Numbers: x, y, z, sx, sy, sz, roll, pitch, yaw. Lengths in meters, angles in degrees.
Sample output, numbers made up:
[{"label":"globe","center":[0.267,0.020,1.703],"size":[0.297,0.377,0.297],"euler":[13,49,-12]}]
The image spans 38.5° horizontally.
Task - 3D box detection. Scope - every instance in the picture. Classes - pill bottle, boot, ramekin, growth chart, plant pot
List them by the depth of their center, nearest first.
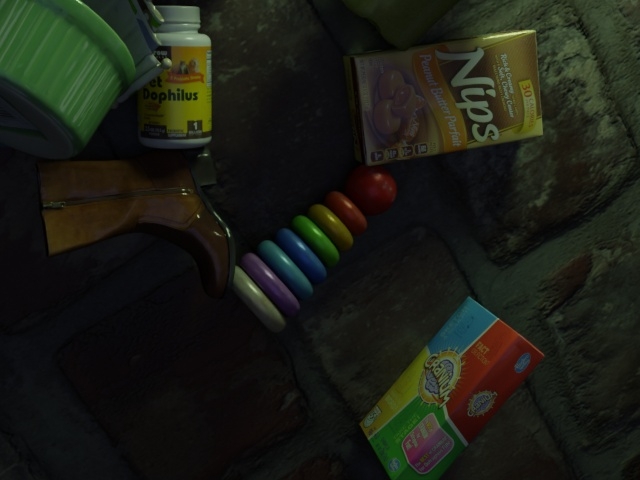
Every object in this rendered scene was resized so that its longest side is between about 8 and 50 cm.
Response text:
[{"label":"ramekin","center":[-0.427,-0.242,1.275],"size":[0.303,0.303,0.148],"euler":[29,70,-17]},{"label":"growth chart","center":[-0.302,-0.336,1.373],"size":[0.172,0.021,0.237],"euler":[-19,91,36]},{"label":"plant pot","center":[0.143,-0.444,1.414],"size":[0.276,0.276,0.254],"euler":[36,104,-17]},{"label":"boot","center":[-0.284,-0.013,1.428],"size":[0.281,0.096,0.264],"euler":[-12,93,-28]},{"label":"pill bottle","center":[-0.229,-0.255,1.432],"size":[0.117,0.117,0.214],"euler":[-2,103,-12]}]

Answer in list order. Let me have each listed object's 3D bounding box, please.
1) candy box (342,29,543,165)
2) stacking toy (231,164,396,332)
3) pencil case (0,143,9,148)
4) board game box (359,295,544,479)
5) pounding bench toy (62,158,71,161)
[{"label":"candy box","center":[0.208,-0.243,1.546],"size":[0.317,0.087,0.182],"euler":[-10,105,-9]},{"label":"stacking toy","center":[0.000,0.000,1.542],"size":[0.330,0.141,0.141],"euler":[-42,108,-6]},{"label":"pencil case","center":[-0.492,-0.165,1.422],"size":[0.152,0.064,0.070],"euler":[2,80,-12]},{"label":"board game box","center":[0.217,0.263,1.587],"size":[0.064,0.242,0.316],"euler":[40,91,-16]},{"label":"pounding bench toy","center":[-0.397,-0.085,1.469],"size":[0.083,0.052,0.065],"euler":[41,92,-18]}]
